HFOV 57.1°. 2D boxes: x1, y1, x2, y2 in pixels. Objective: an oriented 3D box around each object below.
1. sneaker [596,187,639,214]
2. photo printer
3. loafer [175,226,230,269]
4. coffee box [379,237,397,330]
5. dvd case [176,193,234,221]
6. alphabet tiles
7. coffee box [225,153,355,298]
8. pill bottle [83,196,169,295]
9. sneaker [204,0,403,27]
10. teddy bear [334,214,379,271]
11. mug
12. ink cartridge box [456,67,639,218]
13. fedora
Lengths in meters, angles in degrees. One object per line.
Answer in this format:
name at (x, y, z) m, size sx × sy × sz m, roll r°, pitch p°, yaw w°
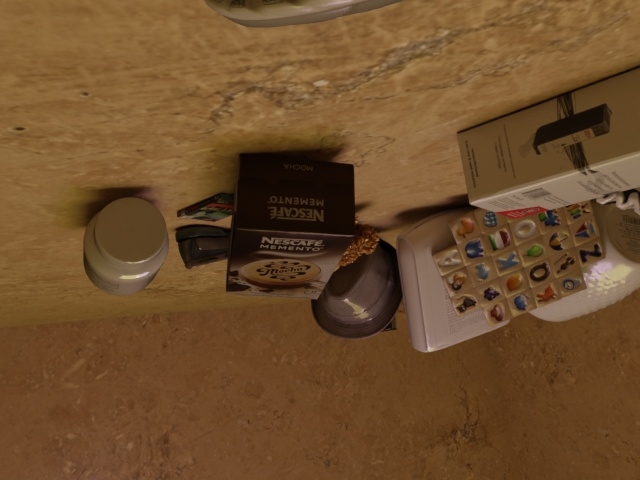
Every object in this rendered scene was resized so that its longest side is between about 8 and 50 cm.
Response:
sneaker at (0.533, -0.082, 0.886) m, size 0.110 × 0.118 × 0.292 m, roll -9°, pitch -151°, yaw -45°
photo printer at (0.308, 0.079, 1.364) m, size 0.256 × 0.307 × 0.107 m, roll -17°, pitch -161°, yaw -17°
loafer at (-0.191, 0.025, 1.248) m, size 0.096 × 0.084 × 0.268 m, roll -18°, pitch 166°, yaw 38°
coffee box at (0.110, 0.124, 1.559) m, size 0.141 × 0.246 × 0.098 m, roll -12°, pitch 169°, yaw 14°
dvd case at (-0.182, -0.056, 1.037) m, size 0.120 × 0.013 × 0.087 m, roll -19°, pitch 165°, yaw 37°
alphabet tiles at (0.427, 0.033, 1.266) m, size 0.343 × 0.285 × 0.011 m, roll -24°, pitch -157°, yaw 8°
coffee box at (-0.059, -0.007, 0.931) m, size 0.168 × 0.118 × 0.297 m, roll 4°, pitch 157°, yaw -9°
pill bottle at (-0.319, 0.010, 0.964) m, size 0.131 × 0.131 × 0.229 m, roll -4°, pitch 168°, yaw -23°
sneaker at (0.063, -0.181, 0.364) m, size 0.282 × 0.105 × 0.115 m, roll -11°, pitch 168°, yaw 9°
teddy bear at (0.000, 0.000, 1.211) m, size 0.245 × 0.112 × 0.338 m, roll -4°, pitch 168°, yaw -10°
mug at (0.609, 0.013, 1.439) m, size 0.375 × 0.276 × 0.328 m, roll 24°, pitch 156°, yaw -6°
ink cartridge box at (0.367, -0.126, 0.842) m, size 0.273 × 0.114 × 0.197 m, roll -16°, pitch 166°, yaw 35°
fedora at (0.075, 0.086, 1.411) m, size 0.244 × 0.275 × 0.124 m, roll 7°, pitch 151°, yaw 28°
